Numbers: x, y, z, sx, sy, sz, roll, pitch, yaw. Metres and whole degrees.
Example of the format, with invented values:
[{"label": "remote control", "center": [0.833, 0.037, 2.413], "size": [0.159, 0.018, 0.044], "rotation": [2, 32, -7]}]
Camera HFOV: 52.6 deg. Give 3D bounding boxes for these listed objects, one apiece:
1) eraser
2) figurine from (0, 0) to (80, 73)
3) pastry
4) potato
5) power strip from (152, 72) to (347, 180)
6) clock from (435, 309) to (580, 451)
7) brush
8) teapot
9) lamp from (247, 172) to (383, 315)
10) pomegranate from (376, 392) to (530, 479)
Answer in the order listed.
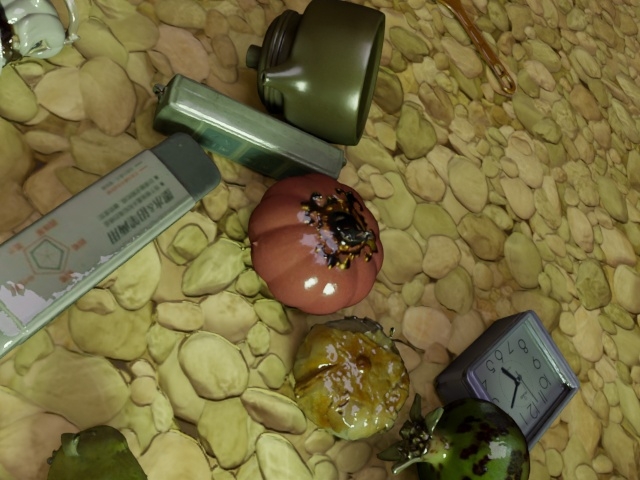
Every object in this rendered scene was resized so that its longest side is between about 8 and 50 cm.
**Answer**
[{"label": "eraser", "center": [-0.248, -0.001, 0.689], "size": [0.089, 0.061, 0.352], "rotation": [49, 52, -4]}, {"label": "figurine", "center": [-0.339, -0.243, 0.712], "size": [0.132, 0.132, 0.153], "rotation": [53, 40, -2]}, {"label": "pastry", "center": [0.036, 0.165, 0.785], "size": [0.153, 0.081, 0.153], "rotation": [8, 75, -30]}, {"label": "potato", "center": [-0.202, 0.281, 0.575], "size": [0.117, 0.090, 0.226], "rotation": [10, 68, -34]}, {"label": "power strip", "center": [-0.088, -0.130, 0.836], "size": [0.272, 0.078, 0.052], "rotation": [22, 65, -24]}, {"label": "clock", "center": [0.269, 0.206, 0.920], "size": [0.193, 0.073, 0.145], "rotation": [-31, 87, -38]}, {"label": "brush", "center": [0.282, -0.410, 1.236], "size": [0.090, 0.017, 0.314], "rotation": [-35, 91, -38]}, {"label": "teapot", "center": [-0.011, -0.238, 0.886], "size": [0.175, 0.186, 0.268], "rotation": [15, 25, 6]}, {"label": "lamp", "center": [0.000, 0.000, 0.798], "size": [0.182, 0.140, 0.182], "rotation": [17, 57, -28]}, {"label": "pomegranate", "center": [0.167, 0.254, 0.783], "size": [0.169, 0.148, 0.148], "rotation": [33, 55, -6]}]
